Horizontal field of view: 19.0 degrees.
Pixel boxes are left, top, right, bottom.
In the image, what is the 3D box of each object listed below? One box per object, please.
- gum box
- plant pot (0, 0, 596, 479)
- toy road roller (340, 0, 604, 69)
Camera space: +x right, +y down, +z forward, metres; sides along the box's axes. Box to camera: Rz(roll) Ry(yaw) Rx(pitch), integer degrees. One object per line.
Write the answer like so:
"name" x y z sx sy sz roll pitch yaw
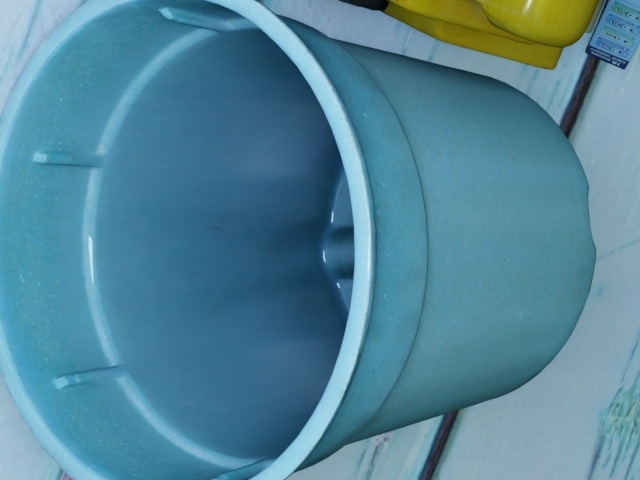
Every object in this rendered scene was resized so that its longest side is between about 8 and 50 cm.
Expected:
"gum box" 0.269 -0.236 1.524 0.184 0.041 0.157 82 32 -80
"plant pot" 0.000 0.000 1.323 0.334 0.341 0.341 -3 116 -51
"toy road roller" 0.145 -0.225 1.360 0.329 0.240 0.202 8 108 -45
